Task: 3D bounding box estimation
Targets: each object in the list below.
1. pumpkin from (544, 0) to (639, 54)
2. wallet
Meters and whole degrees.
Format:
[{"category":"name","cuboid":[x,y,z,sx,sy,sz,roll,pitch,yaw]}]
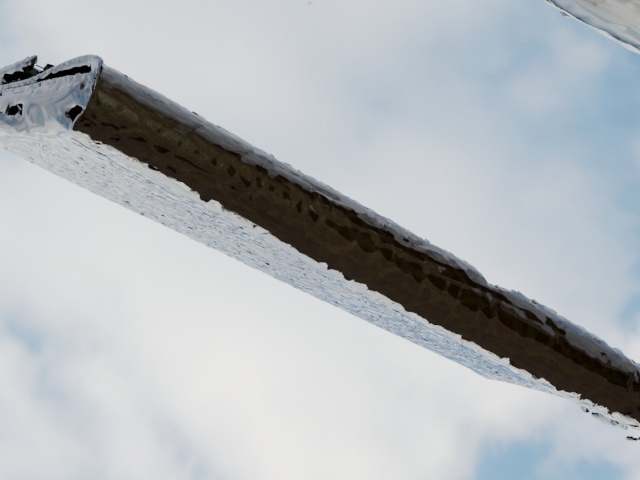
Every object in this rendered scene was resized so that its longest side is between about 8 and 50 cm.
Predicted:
[{"category":"pumpkin","cuboid":[0.085,-0.111,0.334,0.167,0.125,0.167,8,-104,-37]},{"category":"wallet","cuboid":[0.000,0.000,0.680,0.243,0.133,0.039,29,-98,-23]}]
